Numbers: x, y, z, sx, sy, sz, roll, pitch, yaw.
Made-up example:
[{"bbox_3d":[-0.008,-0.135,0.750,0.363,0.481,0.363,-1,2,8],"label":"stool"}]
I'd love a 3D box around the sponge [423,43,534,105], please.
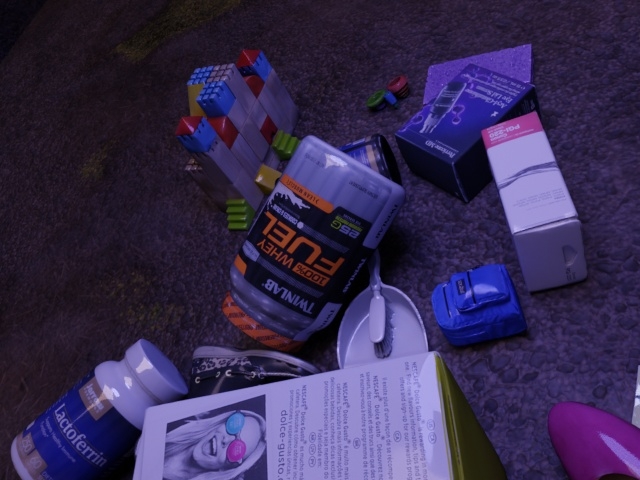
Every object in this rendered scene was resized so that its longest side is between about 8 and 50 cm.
[{"bbox_3d":[0.314,-0.322,1.234,0.210,0.031,0.117,-7,52,27],"label":"sponge"}]

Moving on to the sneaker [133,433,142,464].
[{"bbox_3d":[-0.147,0.374,0.857,0.163,0.106,0.281,-24,69,0],"label":"sneaker"}]

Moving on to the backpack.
[{"bbox_3d":[0.223,0.090,0.907,0.120,0.101,0.098,-21,40,20],"label":"backpack"}]

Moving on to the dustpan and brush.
[{"bbox_3d":[0.093,0.103,0.997,0.147,0.060,0.211,-14,49,21],"label":"dustpan and brush"}]

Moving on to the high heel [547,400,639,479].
[{"bbox_3d":[0.320,0.318,0.597,0.181,0.127,0.377,-6,37,-31],"label":"high heel"}]

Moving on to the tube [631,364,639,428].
[{"bbox_3d":[0.488,0.195,0.702,0.240,0.062,0.070,-1,11,36],"label":"tube"}]

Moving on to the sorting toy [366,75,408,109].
[{"bbox_3d":[0.149,-0.303,1.315,0.102,0.042,0.061,-35,28,17],"label":"sorting toy"}]

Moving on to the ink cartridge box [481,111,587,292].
[{"bbox_3d":[0.318,-0.056,0.926,0.092,0.158,0.217,-18,48,15],"label":"ink cartridge box"}]

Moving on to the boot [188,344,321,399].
[{"bbox_3d":[-0.121,0.264,0.984,0.237,0.085,0.178,1,62,25],"label":"boot"}]

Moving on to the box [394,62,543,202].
[{"bbox_3d":[0.264,-0.194,1.105,0.207,0.108,0.153,-44,46,-9],"label":"box"}]

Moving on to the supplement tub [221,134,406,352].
[{"bbox_3d":[-0.018,0.009,1.001,0.194,0.194,0.316,37,101,44],"label":"supplement tub"}]

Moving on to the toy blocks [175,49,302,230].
[{"bbox_3d":[-0.182,-0.251,1.303,0.191,0.261,0.381,2,56,31],"label":"toy blocks"}]

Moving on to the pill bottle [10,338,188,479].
[{"bbox_3d":[-0.362,0.299,1.039,0.265,0.153,0.153,-42,45,-6],"label":"pill bottle"}]

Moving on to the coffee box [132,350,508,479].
[{"bbox_3d":[0.027,0.363,0.630,0.335,0.337,0.338,-16,48,18],"label":"coffee box"}]

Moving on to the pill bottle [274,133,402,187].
[{"bbox_3d":[0.031,-0.109,1.161,0.219,0.122,0.122,-18,48,18],"label":"pill bottle"}]
